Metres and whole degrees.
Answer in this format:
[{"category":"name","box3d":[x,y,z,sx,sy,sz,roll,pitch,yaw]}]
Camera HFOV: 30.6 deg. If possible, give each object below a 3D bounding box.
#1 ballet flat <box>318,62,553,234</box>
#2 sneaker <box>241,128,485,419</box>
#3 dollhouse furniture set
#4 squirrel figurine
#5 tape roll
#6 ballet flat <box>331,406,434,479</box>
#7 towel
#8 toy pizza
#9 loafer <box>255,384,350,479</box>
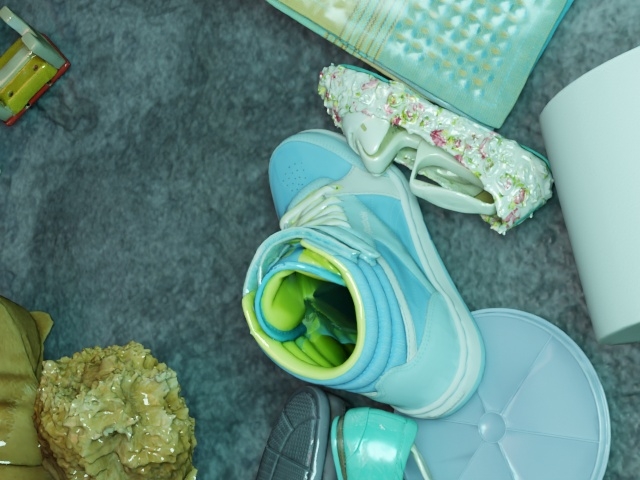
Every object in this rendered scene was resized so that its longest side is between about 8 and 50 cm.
[{"category":"ballet flat","box3d":[0.084,-0.080,1.009,0.241,0.091,0.077,27,67,23]},{"category":"sneaker","box3d":[0.000,0.000,0.989,0.127,0.208,0.319,-47,53,20]},{"category":"dollhouse furniture set","box3d":[-0.467,-0.125,1.366,0.374,0.152,0.201,-44,63,1]},{"category":"squirrel figurine","box3d":[-0.286,0.219,1.166,0.397,0.281,0.370,-12,68,16]},{"category":"tape roll","box3d":[0.289,-0.038,0.807,0.246,0.246,0.169,-20,75,29]},{"category":"ballet flat","box3d":[0.064,0.255,0.985,0.087,0.083,0.247,-2,110,12]},{"category":"towel","box3d":[0.058,-0.295,0.983,0.370,0.040,0.271,30,104,-5]},{"category":"toy pizza","box3d":[0.153,0.158,0.994,0.201,0.032,0.201,-5,80,34]},{"category":"loafer","box3d":[-0.012,0.285,1.067,0.109,0.095,0.303,7,84,62]}]
